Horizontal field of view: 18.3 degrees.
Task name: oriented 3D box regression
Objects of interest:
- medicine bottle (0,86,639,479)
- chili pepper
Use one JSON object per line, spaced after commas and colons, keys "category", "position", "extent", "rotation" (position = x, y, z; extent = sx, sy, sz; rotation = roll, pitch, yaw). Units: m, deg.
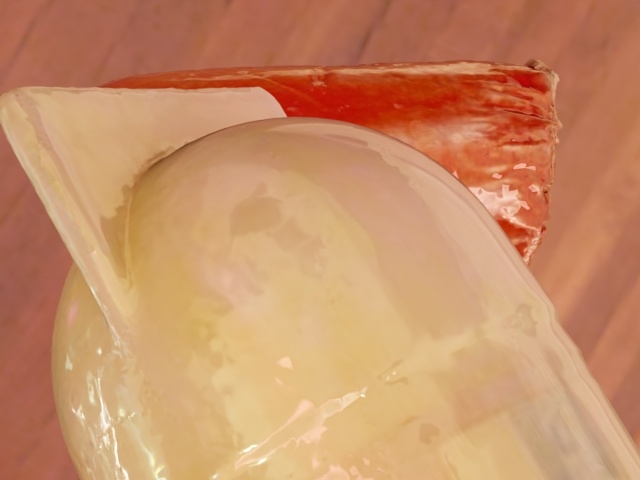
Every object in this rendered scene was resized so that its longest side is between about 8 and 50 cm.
{"category": "medicine bottle", "position": [0.012, 0.096, 0.929], "extent": [0.236, 0.406, 0.236], "rotation": [-28, 167, -7]}
{"category": "chili pepper", "position": [0.000, 0.000, 1.301], "extent": [0.305, 0.229, 0.251], "rotation": [-3, 139, -13]}
